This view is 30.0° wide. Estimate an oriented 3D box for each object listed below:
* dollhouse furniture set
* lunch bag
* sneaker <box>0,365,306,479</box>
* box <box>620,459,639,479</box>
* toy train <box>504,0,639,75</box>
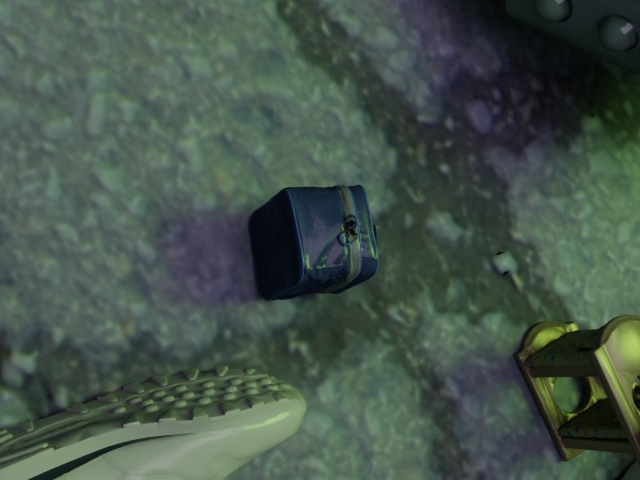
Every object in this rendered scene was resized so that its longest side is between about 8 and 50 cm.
[{"bbox_3d":[0.258,0.078,0.840,0.161,0.182,0.101,-27,93,-21],"label":"dollhouse furniture set"},{"bbox_3d":[0.000,0.000,0.795,0.065,0.098,0.067,-5,80,-24],"label":"lunch bag"},{"bbox_3d":[-0.117,0.148,0.750,0.235,0.090,0.095,-15,102,-18],"label":"sneaker"},{"bbox_3d":[0.309,0.205,0.845,0.181,0.182,0.119,-37,98,-21],"label":"box"},{"bbox_3d":[0.257,-0.190,0.835,0.334,0.142,0.190,31,59,22],"label":"toy train"}]
